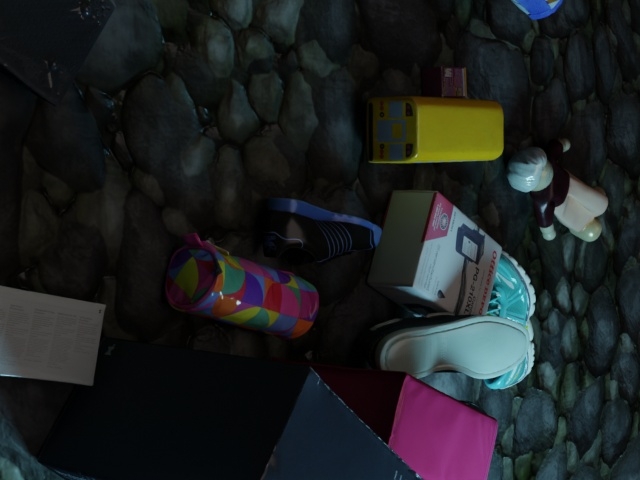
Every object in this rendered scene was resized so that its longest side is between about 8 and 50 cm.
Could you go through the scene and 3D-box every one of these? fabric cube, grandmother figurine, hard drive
[{"bbox_3d":[0.065,0.330,1.591,0.258,0.254,0.259,31,68,-45],"label":"fabric cube"},{"bbox_3d":[0.475,-0.109,2.209,0.342,0.104,0.208,21,66,-52],"label":"grandmother figurine"},{"bbox_3d":[-0.351,-0.284,1.204,0.255,0.054,0.172,46,57,-42],"label":"hard drive"}]

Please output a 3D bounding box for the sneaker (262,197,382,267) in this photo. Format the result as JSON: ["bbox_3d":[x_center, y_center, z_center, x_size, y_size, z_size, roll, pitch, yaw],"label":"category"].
[{"bbox_3d":[0.000,0.000,1.639,0.232,0.081,0.090,14,83,-44],"label":"sneaker"}]

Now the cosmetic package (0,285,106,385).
[{"bbox_3d":[-0.352,0.099,1.212,0.239,0.060,0.099,18,79,-50],"label":"cosmetic package"}]

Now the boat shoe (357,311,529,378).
[{"bbox_3d":[0.205,0.167,1.806,0.302,0.091,0.114,4,100,-29],"label":"boat shoe"}]

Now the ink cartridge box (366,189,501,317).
[{"bbox_3d":[0.199,0.040,1.864,0.237,0.100,0.172,34,66,-46],"label":"ink cartridge box"}]

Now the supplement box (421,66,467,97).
[{"bbox_3d":[0.217,-0.275,1.921,0.083,0.043,0.055,-8,98,-52],"label":"supplement box"}]

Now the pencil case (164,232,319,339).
[{"bbox_3d":[-0.104,0.068,1.493,0.236,0.104,0.104,25,72,-50],"label":"pencil case"}]

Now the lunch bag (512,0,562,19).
[{"bbox_3d":[0.324,-0.617,1.894,0.328,0.239,0.385,27,63,-50],"label":"lunch bag"}]

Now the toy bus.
[{"bbox_3d":[0.202,-0.185,1.836,0.332,0.130,0.108,-6,96,-51],"label":"toy bus"}]

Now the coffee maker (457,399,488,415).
[{"bbox_3d":[0.173,0.291,1.780,0.120,0.178,0.171,5,88,-52],"label":"coffee maker"}]

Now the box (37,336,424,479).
[{"bbox_3d":[-0.097,0.282,1.314,0.312,0.343,0.179,49,55,-39],"label":"box"}]

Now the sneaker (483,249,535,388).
[{"bbox_3d":[0.335,0.148,2.044,0.110,0.107,0.275,-22,108,-39],"label":"sneaker"}]
